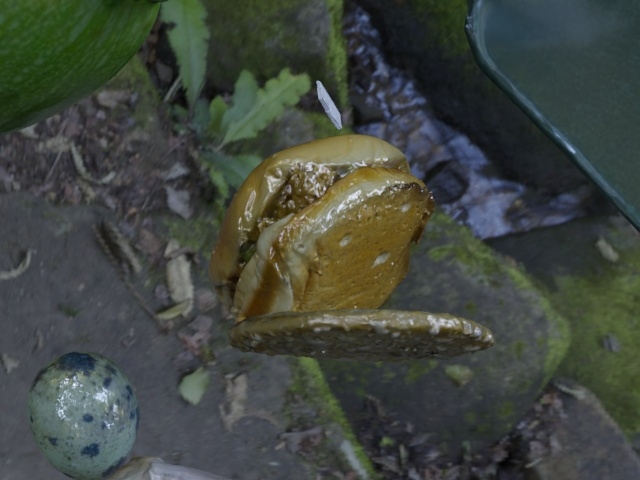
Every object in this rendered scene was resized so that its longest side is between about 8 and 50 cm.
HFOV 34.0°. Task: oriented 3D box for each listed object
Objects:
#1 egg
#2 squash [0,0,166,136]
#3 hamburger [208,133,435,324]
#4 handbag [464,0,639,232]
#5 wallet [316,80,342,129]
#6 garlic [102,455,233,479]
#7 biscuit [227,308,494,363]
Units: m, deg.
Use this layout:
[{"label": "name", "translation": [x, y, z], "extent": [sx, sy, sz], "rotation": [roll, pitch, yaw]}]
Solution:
[{"label": "egg", "translation": [-0.303, 0.229, 1.349], "extent": [0.141, 0.141, 0.182], "rotation": [-18, 113, -21]}, {"label": "squash", "translation": [-0.176, -0.075, 0.399], "extent": [0.101, 0.378, 0.101], "rotation": [14, 73, -53]}, {"label": "hamburger", "translation": [0.001, 0.003, 1.387], "extent": [0.284, 0.304, 0.174], "rotation": [-14, 60, -32]}, {"label": "handbag", "translation": [0.253, -0.138, 0.489], "extent": [0.238, 0.326, 0.089], "rotation": [46, 27, -9]}, {"label": "wallet", "translation": [0.013, -0.220, 1.705], "extent": [0.011, 0.083, 0.044], "rotation": [-20, 50, 14]}, {"label": "garlic", "translation": [-0.140, 0.424, 1.141], "extent": [0.245, 0.231, 0.340], "rotation": [21, 74, -30]}, {"label": "biscuit", "translation": [0.033, 0.079, 0.855], "extent": [0.219, 0.220, 0.033], "rotation": [5, 77, -17]}]
